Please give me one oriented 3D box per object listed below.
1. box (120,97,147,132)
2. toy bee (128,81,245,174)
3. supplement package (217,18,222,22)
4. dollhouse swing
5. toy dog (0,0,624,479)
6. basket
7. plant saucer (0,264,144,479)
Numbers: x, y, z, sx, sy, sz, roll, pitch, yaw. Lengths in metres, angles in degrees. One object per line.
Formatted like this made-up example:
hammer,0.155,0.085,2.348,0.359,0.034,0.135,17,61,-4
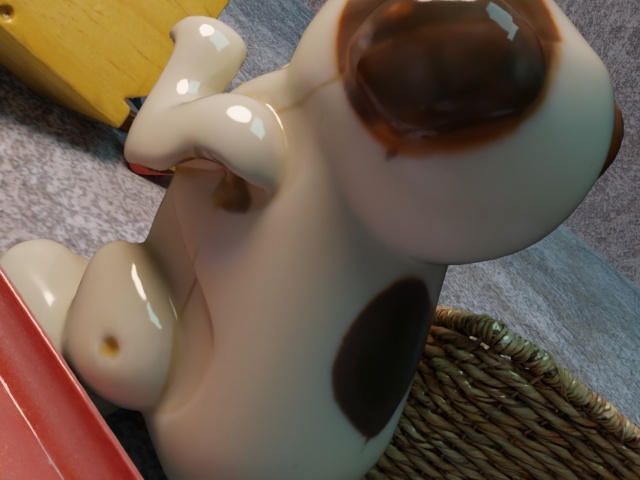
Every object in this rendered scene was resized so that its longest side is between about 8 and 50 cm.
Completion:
box,-0.230,-0.175,0.901,0.081,0.028,0.136,28,28,-29
toy bee,-0.071,-0.141,0.809,0.298,0.162,0.195,-3,35,-32
supplement package,-0.251,-0.357,1.099,0.179,0.105,0.105,47,23,14
dollhouse swing,-0.314,-0.361,0.787,0.305,0.347,0.315,14,-21,41
toy dog,0.004,-0.008,0.475,0.284,0.408,0.395,18,31,-42
basket,0.191,0.177,0.679,0.299,0.223,0.213,35,23,-12
plant saucer,-0.234,0.116,0.342,0.259,0.048,0.258,48,23,18
